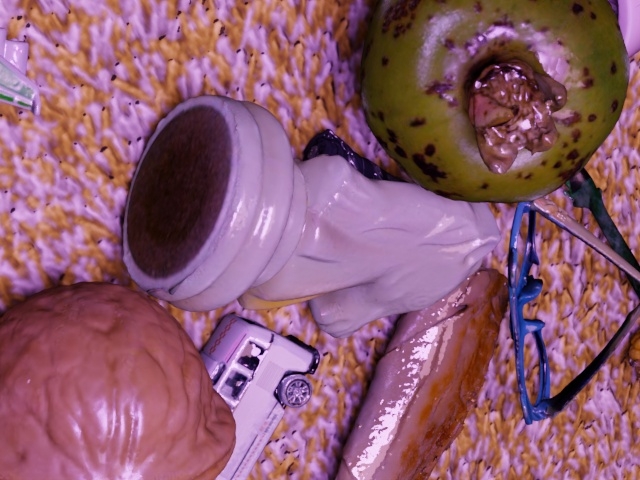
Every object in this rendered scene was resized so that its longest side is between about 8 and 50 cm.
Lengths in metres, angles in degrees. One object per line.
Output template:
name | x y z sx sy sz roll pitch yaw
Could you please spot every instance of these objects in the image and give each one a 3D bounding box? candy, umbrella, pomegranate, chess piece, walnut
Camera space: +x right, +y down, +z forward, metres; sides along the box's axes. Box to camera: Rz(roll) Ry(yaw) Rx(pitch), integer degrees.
candy | 0.255 -0.038 1.334 0.097 0.097 0.323 -45 126 -12
umbrella | 0.064 -0.035 1.239 0.188 0.050 0.046 30 108 -30
pomegranate | 0.135 -0.124 1.076 0.211 0.263 0.211 0 103 1
chess piece | 0.000 0.000 1.156 0.298 0.176 0.175 18 93 -36
walnut | -0.174 0.143 1.053 0.228 0.228 0.228 -7 105 -27

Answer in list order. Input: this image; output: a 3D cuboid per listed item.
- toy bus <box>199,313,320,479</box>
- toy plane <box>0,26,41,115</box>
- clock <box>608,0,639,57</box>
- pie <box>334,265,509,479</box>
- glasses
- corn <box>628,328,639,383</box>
toy bus | -0.085 0.155 1.186 0.089 0.087 0.194 32 86 -23
toy plane | -0.289 -0.111 1.015 0.174 0.080 0.174 -5 102 -27
clock | 0.201 -0.232 1.176 0.068 0.197 0.196 -35 116 -27
pie | 0.089 0.149 1.278 0.128 0.068 0.282 34 78 -51
glasses | 0.259 0.055 1.311 0.207 0.102 0.239 -12 117 -11
corn | 0.434 0.083 1.439 0.310 0.101 0.101 -26 113 -24
